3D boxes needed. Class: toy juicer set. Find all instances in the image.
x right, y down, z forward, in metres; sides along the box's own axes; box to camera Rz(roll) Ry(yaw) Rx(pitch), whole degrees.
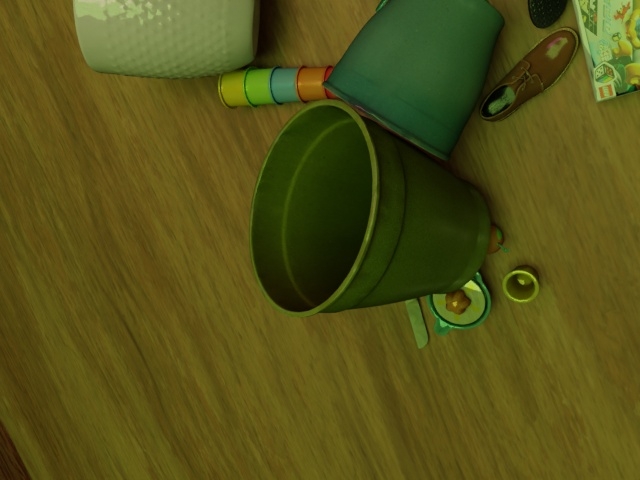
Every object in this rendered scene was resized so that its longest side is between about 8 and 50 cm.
[{"bbox_3d":[0.268,0.091,1.242,0.329,0.089,0.209,-35,89,33],"label":"toy juicer set"}]

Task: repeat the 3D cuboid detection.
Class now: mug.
[{"bbox_3d":[-0.290,-0.512,1.198,0.328,0.276,0.374,5,121,-3],"label":"mug"}]

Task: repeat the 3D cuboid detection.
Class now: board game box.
[{"bbox_3d":[0.515,-0.399,0.960,0.193,0.053,0.305,-13,101,31],"label":"board game box"}]

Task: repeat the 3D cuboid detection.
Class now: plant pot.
[{"bbox_3d":[0.183,-0.320,1.060,0.272,0.272,0.255,35,105,14],"label":"plant pot"},{"bbox_3d":[0.111,-0.032,1.095,0.367,0.353,0.366,-17,69,51],"label":"plant pot"}]

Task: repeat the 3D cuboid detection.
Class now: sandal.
[{"bbox_3d":[0.380,-0.457,1.017,0.067,0.040,0.179,-12,105,0],"label":"sandal"}]

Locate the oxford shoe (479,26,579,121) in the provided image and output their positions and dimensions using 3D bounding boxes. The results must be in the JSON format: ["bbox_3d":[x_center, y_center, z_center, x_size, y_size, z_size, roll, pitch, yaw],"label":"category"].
[{"bbox_3d":[0.372,-0.289,1.064,0.076,0.076,0.212,48,120,8],"label":"oxford shoe"}]

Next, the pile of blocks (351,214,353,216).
[{"bbox_3d":[0.028,-0.043,1.307,0.113,0.149,0.362,3,107,-12],"label":"pile of blocks"}]

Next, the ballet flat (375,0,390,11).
[{"bbox_3d":[0.182,-0.496,1.105,0.074,0.074,0.203,39,115,12],"label":"ballet flat"}]

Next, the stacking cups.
[{"bbox_3d":[-0.066,-0.328,1.275,0.316,0.096,0.096,7,110,26],"label":"stacking cups"}]
